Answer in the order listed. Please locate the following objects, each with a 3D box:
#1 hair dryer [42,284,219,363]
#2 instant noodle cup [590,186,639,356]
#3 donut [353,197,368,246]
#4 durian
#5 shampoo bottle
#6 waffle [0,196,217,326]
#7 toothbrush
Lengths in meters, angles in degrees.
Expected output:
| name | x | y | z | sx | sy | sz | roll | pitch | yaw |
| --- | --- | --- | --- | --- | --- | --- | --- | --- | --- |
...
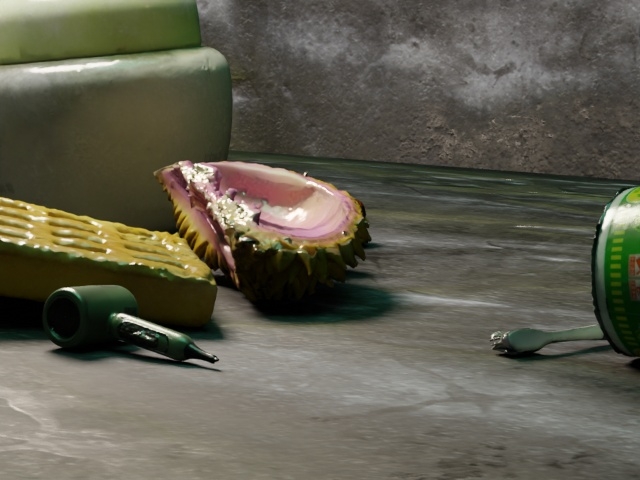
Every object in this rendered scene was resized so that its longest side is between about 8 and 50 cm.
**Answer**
| name | x | y | z | sx | sy | sz | roll | pitch | yaw |
| --- | --- | --- | --- | --- | --- | --- | --- | --- | --- |
| hair dryer | -0.136 | 0.069 | 1.246 | 0.150 | 0.047 | 0.071 | 14 | 10 | 31 |
| instant noodle cup | 0.350 | 0.021 | 1.278 | 0.232 | 0.207 | 0.207 | -1 | 3 | 39 |
| donut | -0.005 | -0.024 | 2.041 | 0.140 | 0.059 | 0.140 | 0 | 7 | 0 |
| durian | -0.047 | 0.000 | 1.619 | 0.191 | 0.112 | 0.341 | 9 | 12 | -23 |
| shampoo bottle | -0.263 | -0.148 | 1.940 | 0.322 | 0.317 | 0.322 | -7 | 10 | 1 |
| waffle | -0.216 | 0.016 | 1.448 | 0.221 | 0.055 | 0.248 | 12 | 7 | -13 |
| toothbrush | 0.254 | 0.079 | 1.412 | 0.288 | 0.024 | 0.026 | -4 | -5 | -40 |
